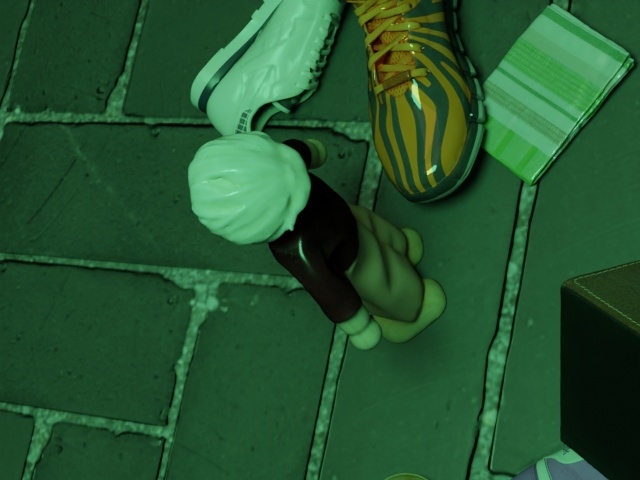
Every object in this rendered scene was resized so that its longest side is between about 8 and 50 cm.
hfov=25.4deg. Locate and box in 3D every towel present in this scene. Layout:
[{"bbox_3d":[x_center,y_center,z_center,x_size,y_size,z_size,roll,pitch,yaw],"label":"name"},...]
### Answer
[{"bbox_3d":[0.210,-0.138,1.338,0.152,0.023,0.113,-52,55,6],"label":"towel"}]

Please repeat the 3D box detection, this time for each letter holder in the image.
[{"bbox_3d":[0.350,0.126,1.049,0.214,0.152,0.302,-15,27,-22],"label":"letter holder"}]

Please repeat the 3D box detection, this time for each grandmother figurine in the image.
[{"bbox_3d":[0.000,0.000,1.209,0.104,0.342,0.208,-37,59,12],"label":"grandmother figurine"}]

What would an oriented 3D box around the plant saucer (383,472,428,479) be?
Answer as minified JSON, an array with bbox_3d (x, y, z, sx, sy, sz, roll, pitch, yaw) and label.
[{"bbox_3d":[0.078,0.251,1.273,0.083,0.015,0.083,-10,69,26],"label":"plant saucer"}]

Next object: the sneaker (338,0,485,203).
[{"bbox_3d":[0.056,-0.200,1.338,0.124,0.180,0.321,-21,61,29],"label":"sneaker"}]

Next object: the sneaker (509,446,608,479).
[{"bbox_3d":[0.251,0.281,1.120,0.161,0.102,0.282,-37,59,9],"label":"sneaker"}]

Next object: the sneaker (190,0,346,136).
[{"bbox_3d":[-0.026,-0.198,1.459,0.095,0.090,0.235,44,100,20],"label":"sneaker"}]
